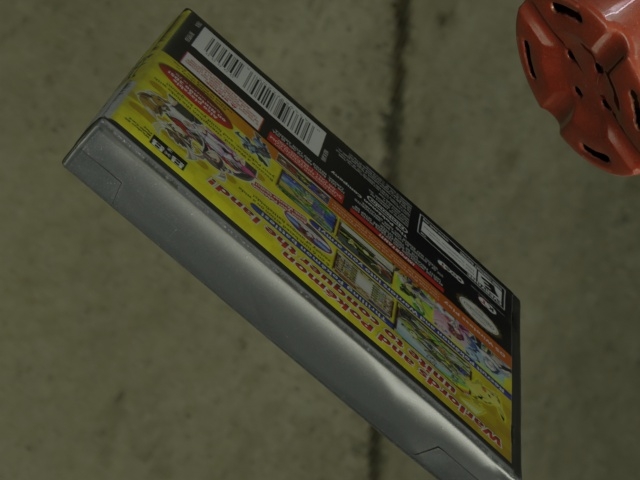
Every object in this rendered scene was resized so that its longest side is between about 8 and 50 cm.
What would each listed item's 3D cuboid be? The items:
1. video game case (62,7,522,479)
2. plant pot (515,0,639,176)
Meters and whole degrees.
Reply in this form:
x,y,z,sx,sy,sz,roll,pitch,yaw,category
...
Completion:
x,y,z,sx,sy,sz,roll,pitch,yaw,category
0.000,0.000,0.992,0.035,0.275,0.248,-46,-171,18,video game case
0.349,-0.209,1.744,0.265,0.272,0.272,-31,132,-19,plant pot
